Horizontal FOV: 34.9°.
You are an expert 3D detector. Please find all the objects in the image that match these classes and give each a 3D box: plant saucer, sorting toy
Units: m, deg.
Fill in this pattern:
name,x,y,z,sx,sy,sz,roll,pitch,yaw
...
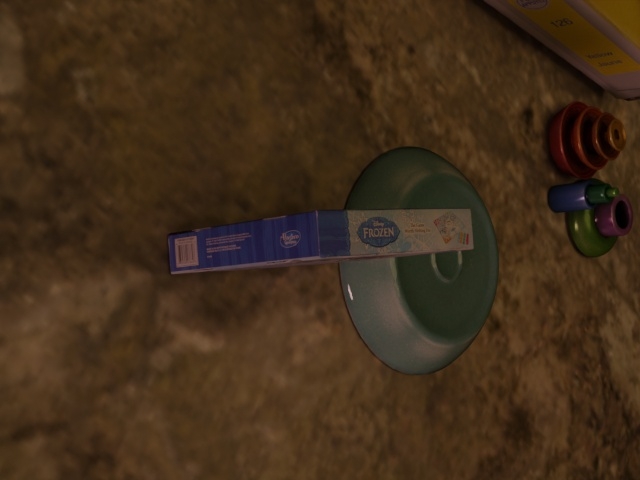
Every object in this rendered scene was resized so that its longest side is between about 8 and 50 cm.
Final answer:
name,x,y,z,sx,sy,sz,roll,pitch,yaw
plant saucer,0.059,0.010,0.524,0.119,0.021,0.119,4,84,-44
sorting toy,0.173,-0.036,0.626,0.061,0.042,0.102,-36,111,-40

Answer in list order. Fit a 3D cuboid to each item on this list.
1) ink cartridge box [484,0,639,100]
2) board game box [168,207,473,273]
name,x,y,z,sx,sy,sz,roll,pitch,yaw
ink cartridge box,0.130,-0.279,0.589,0.307,0.072,0.303,23,71,-43
board game box,0.000,0.000,0.419,0.090,0.090,0.020,-1,86,-45
